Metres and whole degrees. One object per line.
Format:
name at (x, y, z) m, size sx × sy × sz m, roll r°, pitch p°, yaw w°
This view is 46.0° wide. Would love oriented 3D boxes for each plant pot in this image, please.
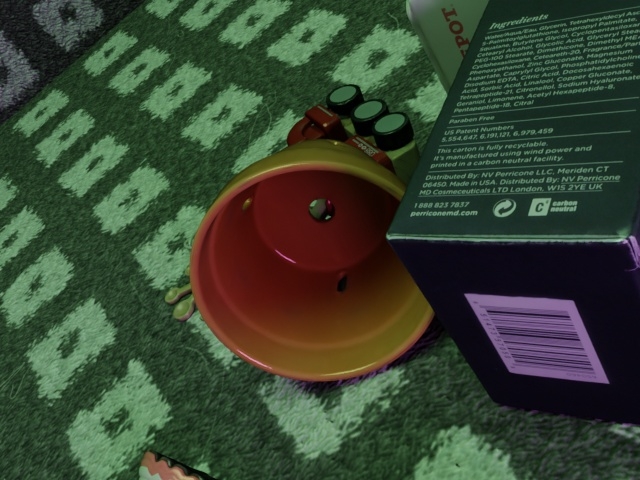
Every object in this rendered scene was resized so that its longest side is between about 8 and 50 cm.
plant pot at (0.000, 0.000, 0.944) m, size 0.291 × 0.291 × 0.203 m, roll -25°, pitch 23°, yaw 15°

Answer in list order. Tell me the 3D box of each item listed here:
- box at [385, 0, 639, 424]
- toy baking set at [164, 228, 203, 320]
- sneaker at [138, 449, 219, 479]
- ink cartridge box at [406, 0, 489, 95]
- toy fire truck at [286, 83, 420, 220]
box at (0.274, -0.063, 0.760) m, size 0.212 × 0.293 × 0.395 m, roll 0°, pitch 52°, yaw 37°
toy baking set at (-0.160, 0.028, 1.211) m, size 0.196 × 0.030 × 0.256 m, roll -9°, pitch 46°, yaw 31°
sneaker at (-0.120, 0.344, 0.824) m, size 0.314 × 0.116 × 0.136 m, roll 8°, pitch 67°, yaw 50°
ink cartridge box at (0.341, -0.293, 0.949) m, size 0.384 × 0.279 × 0.160 m, roll -9°, pitch 46°, yaw 31°
toy fire truck at (0.012, -0.087, 1.125) m, size 0.246 × 0.158 × 0.217 m, roll -32°, pitch 38°, yaw -10°
